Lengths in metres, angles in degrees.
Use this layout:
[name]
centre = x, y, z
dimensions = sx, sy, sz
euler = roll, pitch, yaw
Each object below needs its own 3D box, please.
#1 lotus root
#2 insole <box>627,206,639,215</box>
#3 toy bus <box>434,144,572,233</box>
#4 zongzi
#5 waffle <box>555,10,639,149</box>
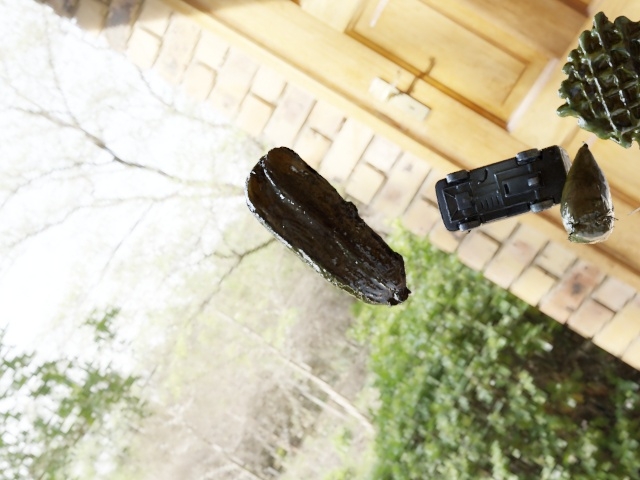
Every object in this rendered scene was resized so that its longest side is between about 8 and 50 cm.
[lotus root]
centre = 0.000, 0.001, 1.491
dimensions = 0.078, 0.329, 0.167
euler = -46, -2, -37
[insole]
centre = 0.568, -0.091, 1.466
dimensions = 0.253, 0.005, 0.086
euler = -26, -11, -34
[toy bus]
centre = 0.408, -0.111, 2.040
dimensions = 0.290, 0.139, 0.157
euler = -17, -4, 26
[zongzi]
centre = 0.488, -0.092, 1.708
dimensions = 0.194, 0.099, 0.197
euler = 1, -94, -75
[waffle]
centre = 0.515, -0.277, 1.607
dimensions = 0.054, 0.204, 0.223
euler = -25, -39, -50
